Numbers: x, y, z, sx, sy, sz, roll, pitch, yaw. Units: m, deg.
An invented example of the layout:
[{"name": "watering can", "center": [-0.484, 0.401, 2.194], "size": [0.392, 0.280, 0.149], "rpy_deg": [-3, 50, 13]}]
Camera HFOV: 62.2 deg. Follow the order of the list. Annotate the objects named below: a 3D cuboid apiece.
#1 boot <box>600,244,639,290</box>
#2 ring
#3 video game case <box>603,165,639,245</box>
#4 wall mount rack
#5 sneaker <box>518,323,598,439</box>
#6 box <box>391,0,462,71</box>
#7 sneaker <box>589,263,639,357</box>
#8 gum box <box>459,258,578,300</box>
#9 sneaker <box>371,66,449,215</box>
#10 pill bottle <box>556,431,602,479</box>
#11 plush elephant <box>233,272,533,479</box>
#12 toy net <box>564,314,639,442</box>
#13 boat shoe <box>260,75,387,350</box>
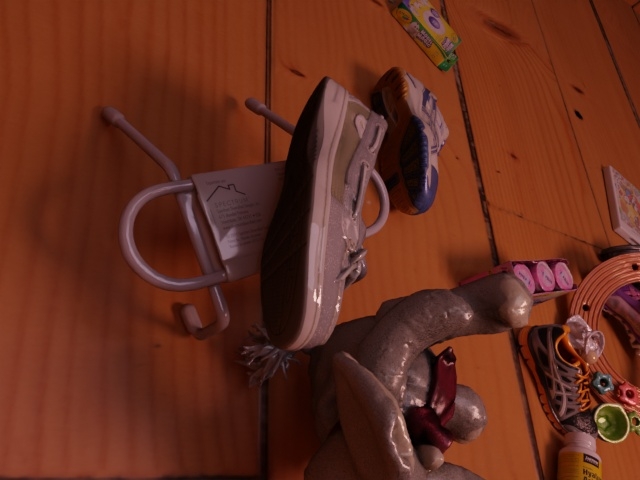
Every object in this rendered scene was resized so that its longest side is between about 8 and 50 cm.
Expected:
[{"name": "boot", "center": [0.758, 0.147, 1.218], "size": [0.263, 0.091, 0.228], "rpy_deg": [23, 67, -5]}, {"name": "ring", "center": [0.649, 0.189, 1.042], "size": [0.337, 0.032, 0.336], "rpy_deg": [1, 74, -2]}, {"name": "video game case", "center": [0.866, -0.073, 1.468], "size": [0.206, 0.026, 0.226], "rpy_deg": [30, 51, -23]}, {"name": "wall mount rack", "center": [-0.095, -0.060, 0.636], "size": [0.350, 0.130, 0.304], "rpy_deg": [-15, 80, -38]}, {"name": "sneaker", "center": [0.422, 0.242, 0.909], "size": [0.084, 0.083, 0.214], "rpy_deg": [-19, 80, -44]}, {"name": "box", "center": [0.247, -0.467, 1.185], "size": [0.179, 0.043, 0.105], "rpy_deg": [47, 47, -10]}, {"name": "sneaker", "center": [0.677, 0.142, 1.126], "size": [0.095, 0.104, 0.236], "rpy_deg": [-30, 77, -20]}, {"name": "gum box", "center": [0.349, 0.080, 0.922], "size": [0.189, 0.107, 0.062], "rpy_deg": [0, 67, -38]}, {"name": "sneaker", "center": [0.178, -0.171, 0.923], "size": [0.131, 0.112, 0.296], "rpy_deg": [16, 58, -32]}, {"name": "pill bottle", "center": [0.411, 0.369, 0.843], "size": [0.065, 0.065, 0.116], "rpy_deg": [38, 48, -16]}, {"name": "plush elephant", "center": [0.077, 0.199, 0.534], "size": [0.330, 0.271, 0.255], "rpy_deg": [5, 37, -10]}, {"name": "toy net", "center": [0.527, 0.247, 0.981], "size": [0.122, 0.045, 0.232], "rpy_deg": [-7, 73, -7]}, {"name": "boat shoe", "center": [0.014, -0.035, 0.538], "size": [0.103, 0.118, 0.320], "rpy_deg": [21, 49, -17]}]
